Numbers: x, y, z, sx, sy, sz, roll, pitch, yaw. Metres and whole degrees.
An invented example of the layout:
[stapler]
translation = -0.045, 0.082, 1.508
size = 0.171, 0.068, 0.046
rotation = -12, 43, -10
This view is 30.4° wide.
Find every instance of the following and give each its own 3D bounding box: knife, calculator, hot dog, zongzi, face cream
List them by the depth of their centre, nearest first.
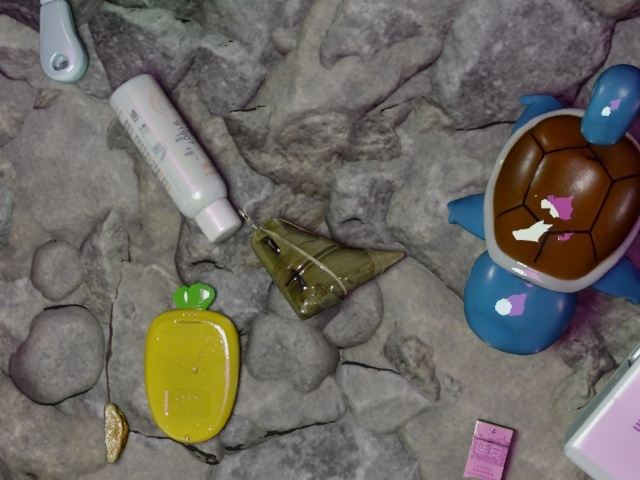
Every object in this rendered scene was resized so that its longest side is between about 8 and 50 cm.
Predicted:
[zongzi]
translation = 0.000, 0.000, 1.686
size = 0.178, 0.081, 0.189
rotation = -31, 67, -10
[face cream]
translation = -0.206, -0.116, 1.720
size = 0.082, 0.082, 0.269
rotation = -36, 82, 10
[calculator]
translation = -0.190, 0.180, 1.734
size = 0.146, 0.032, 0.234
rotation = 0, 91, 13
[hot dog]
translation = -0.304, 0.287, 1.760
size = 0.034, 0.030, 0.090
rotation = -3, 88, 5
[knife]
translation = -0.399, -0.403, 1.796
size = 0.080, 0.044, 0.331
rotation = -8, 84, 14

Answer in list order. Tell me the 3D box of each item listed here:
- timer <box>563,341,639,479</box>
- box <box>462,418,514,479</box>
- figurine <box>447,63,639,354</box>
[timer]
translation = 0.444, 0.247, 1.499
size = 0.195, 0.192, 0.194
rotation = 40, 98, 11
[box]
translation = 0.233, 0.294, 1.636
size = 0.053, 0.024, 0.083
rotation = 13, 94, 13
[figurine]
translation = 0.332, -0.049, 1.543
size = 0.298, 0.243, 0.416
rotation = 24, 115, 4
